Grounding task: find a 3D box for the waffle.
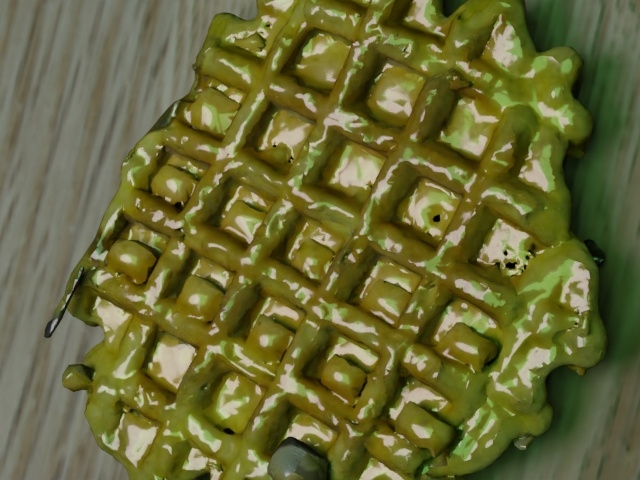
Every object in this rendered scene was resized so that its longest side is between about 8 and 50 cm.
[{"bbox_3d":[0.001,0.001,0.774,0.280,0.060,0.262,-18,75,21],"label":"waffle"}]
